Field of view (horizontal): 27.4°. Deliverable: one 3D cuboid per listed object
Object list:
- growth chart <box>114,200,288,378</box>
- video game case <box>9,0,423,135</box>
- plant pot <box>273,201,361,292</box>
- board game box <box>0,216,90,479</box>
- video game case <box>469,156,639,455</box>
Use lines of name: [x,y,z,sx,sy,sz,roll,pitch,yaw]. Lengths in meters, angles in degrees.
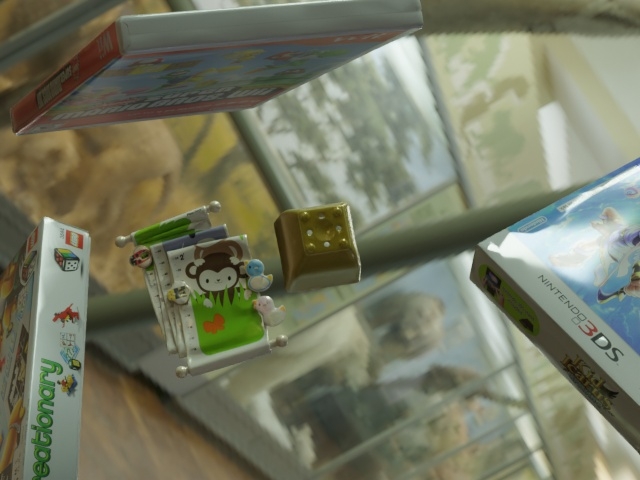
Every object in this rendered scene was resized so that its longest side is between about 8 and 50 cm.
growth chart: [-0.150,0.062,1.703,0.021,0.172,0.237,64,1,-69]
video game case: [-0.085,-0.118,0.912,0.285,0.204,0.025,-13,-93,64]
plant pot: [0.000,0.000,1.356,0.083,0.081,0.081,109,-28,-72]
board game box: [-0.271,0.153,1.149,0.053,0.193,0.305,21,42,-27]
video game case: [0.324,0.042,1.254,0.244,0.270,0.061,48,-27,31]
